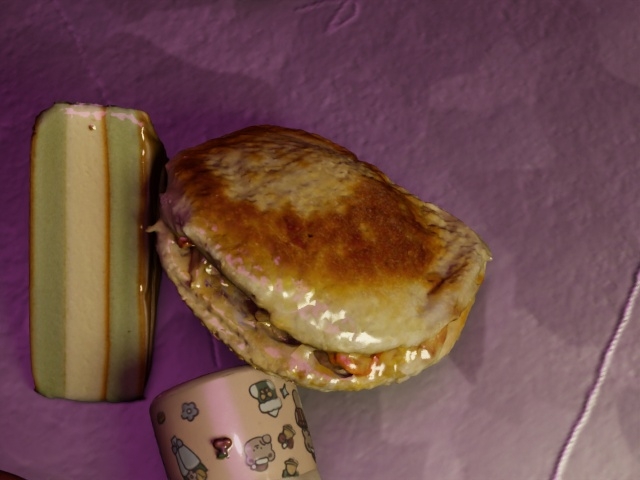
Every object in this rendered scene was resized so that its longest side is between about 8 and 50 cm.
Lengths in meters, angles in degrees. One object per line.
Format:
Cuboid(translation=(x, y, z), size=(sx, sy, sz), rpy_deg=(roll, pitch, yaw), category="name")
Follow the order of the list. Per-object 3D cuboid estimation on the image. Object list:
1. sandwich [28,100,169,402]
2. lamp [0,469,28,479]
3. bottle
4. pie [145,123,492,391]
Cuboid(translation=(-0.144, 0.010, 0.852), size=(0.079, 0.113, 0.163), rpy_deg=(5, 73, 3), category="sandwich")
Cuboid(translation=(-0.225, 0.250, 0.695), size=(0.303, 0.257, 0.303), rpy_deg=(-10, 36, 7), category="lamp")
Cuboid(translation=(-0.042, 0.155, 0.815), size=(0.099, 0.099, 0.152), rpy_deg=(-15, 76, -3), category="bottle")
Cuboid(translation=(0.000, 0.000, 0.835), size=(0.205, 0.084, 0.179), rpy_deg=(35, 43, 11), category="pie")
